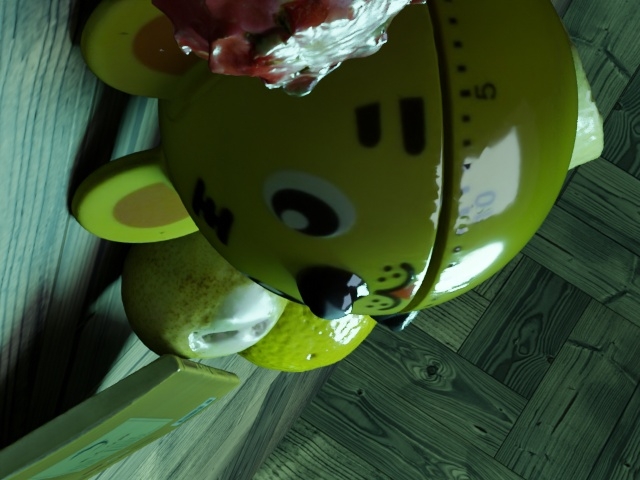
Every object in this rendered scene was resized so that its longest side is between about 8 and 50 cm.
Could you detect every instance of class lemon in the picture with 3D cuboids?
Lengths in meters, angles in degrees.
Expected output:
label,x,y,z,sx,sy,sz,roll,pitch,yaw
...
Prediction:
label,x,y,z,sx,sy,sz,roll,pitch,yaw
lemon,-0.033,0.035,1.597,0.228,0.228,0.253,-55,164,-12

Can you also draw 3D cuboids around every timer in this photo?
label,x,y,z,sx,sy,sz,roll,pitch,yaw
timer,-0.003,-0.097,1.107,0.387,0.376,0.376,-8,150,-18

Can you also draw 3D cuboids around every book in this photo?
label,x,y,z,sx,sy,sz,roll,pitch,yaw
book,-0.225,0.203,1.444,0.269,0.032,0.389,-31,170,-1

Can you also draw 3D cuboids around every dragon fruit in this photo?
label,x,y,z,sx,sy,sz,roll,pitch,yaw
dragon fruit,-0.030,-0.222,0.834,0.205,0.210,0.268,-38,-138,34

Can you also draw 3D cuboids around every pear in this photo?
label,x,y,z,sx,sy,sz,roll,pitch,yaw
pear,-0.117,0.042,1.382,0.178,0.178,0.178,-55,171,-13

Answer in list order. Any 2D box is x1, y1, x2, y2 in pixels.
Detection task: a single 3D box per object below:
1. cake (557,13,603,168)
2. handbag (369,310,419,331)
label,x,y,z,sx,sy,sz,roll,pitch,yaw
cake,0.196,-0.195,1.957,0.321,0.332,0.332,-26,171,2
handbag,0.012,-0.039,1.397,0.088,0.244,0.275,-59,-175,26
